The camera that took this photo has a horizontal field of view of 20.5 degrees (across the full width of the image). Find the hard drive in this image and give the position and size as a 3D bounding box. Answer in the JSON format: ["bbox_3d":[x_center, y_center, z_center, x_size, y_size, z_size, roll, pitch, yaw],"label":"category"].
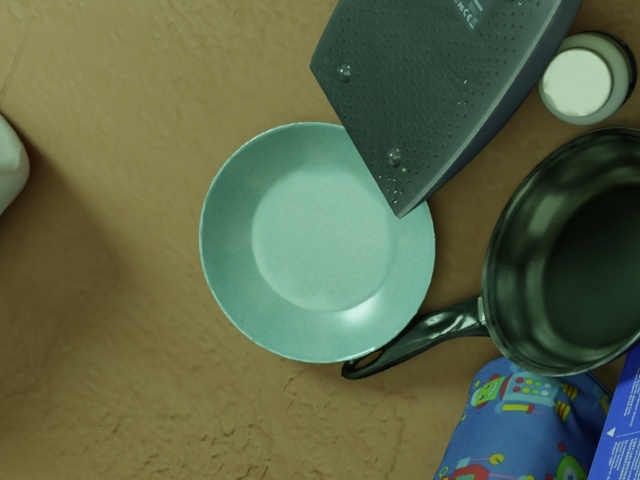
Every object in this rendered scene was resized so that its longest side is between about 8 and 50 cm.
[{"bbox_3d":[0.090,-0.152,1.282,0.172,0.054,0.255,61,142,23],"label":"hard drive"}]

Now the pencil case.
[{"bbox_3d":[0.135,0.220,1.284,0.119,0.306,0.133,-26,115,37],"label":"pencil case"}]

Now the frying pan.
[{"bbox_3d":[0.161,0.056,1.332,0.053,0.197,0.326,26,114,-36],"label":"frying pan"}]

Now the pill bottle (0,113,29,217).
[{"bbox_3d":[-0.377,-0.002,1.448,0.162,0.162,0.278,43,106,5],"label":"pill bottle"}]

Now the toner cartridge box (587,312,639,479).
[{"bbox_3d":[0.271,0.138,1.198,0.075,0.348,0.165,39,146,-24],"label":"toner cartridge box"}]

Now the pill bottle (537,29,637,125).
[{"bbox_3d":[0.196,-0.120,1.300,0.067,0.120,0.067,2,100,15],"label":"pill bottle"}]

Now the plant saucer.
[{"bbox_3d":[0.000,0.000,1.415,0.195,0.037,0.195,3,100,14],"label":"plant saucer"}]
